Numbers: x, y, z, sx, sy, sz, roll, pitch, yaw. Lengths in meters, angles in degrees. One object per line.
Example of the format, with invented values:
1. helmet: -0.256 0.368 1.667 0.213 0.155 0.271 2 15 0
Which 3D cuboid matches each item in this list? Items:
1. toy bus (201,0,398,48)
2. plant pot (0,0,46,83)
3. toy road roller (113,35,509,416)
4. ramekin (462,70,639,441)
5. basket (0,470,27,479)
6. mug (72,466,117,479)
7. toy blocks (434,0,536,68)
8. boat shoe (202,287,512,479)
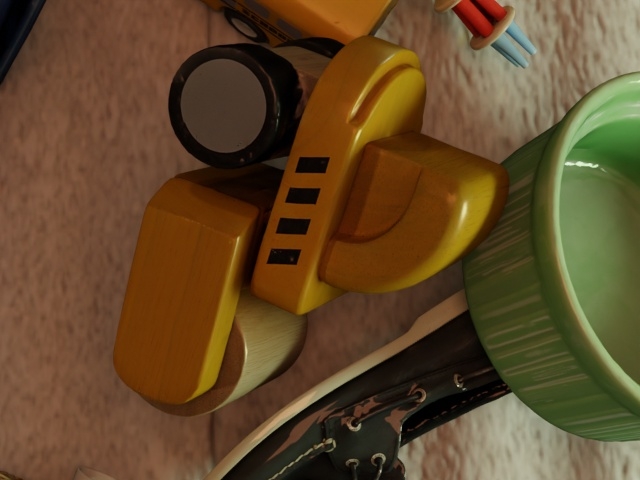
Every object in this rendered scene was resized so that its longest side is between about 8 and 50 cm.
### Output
1. toy bus: -0.089 -0.276 1.373 0.332 0.130 0.108 34 80 1
2. plant pot: -0.360 -0.215 1.278 0.212 0.236 0.236 -32 83 -35
3. toy road roller: 0.000 0.000 1.228 0.240 0.202 0.329 23 106 18
4. ramekin: 0.265 0.025 1.300 0.303 0.148 0.303 10 69 -29
5. basket: -0.221 0.315 1.173 0.299 0.223 0.213 19 89 19
6. mug: -0.186 0.237 1.318 0.078 0.062 0.064 27 87 20
7. toy blocks: 0.148 -0.235 1.419 0.148 0.054 0.123 43 48 -19
8. boat shoe: 0.051 0.163 1.319 0.340 0.127 0.113 -32 73 -18
